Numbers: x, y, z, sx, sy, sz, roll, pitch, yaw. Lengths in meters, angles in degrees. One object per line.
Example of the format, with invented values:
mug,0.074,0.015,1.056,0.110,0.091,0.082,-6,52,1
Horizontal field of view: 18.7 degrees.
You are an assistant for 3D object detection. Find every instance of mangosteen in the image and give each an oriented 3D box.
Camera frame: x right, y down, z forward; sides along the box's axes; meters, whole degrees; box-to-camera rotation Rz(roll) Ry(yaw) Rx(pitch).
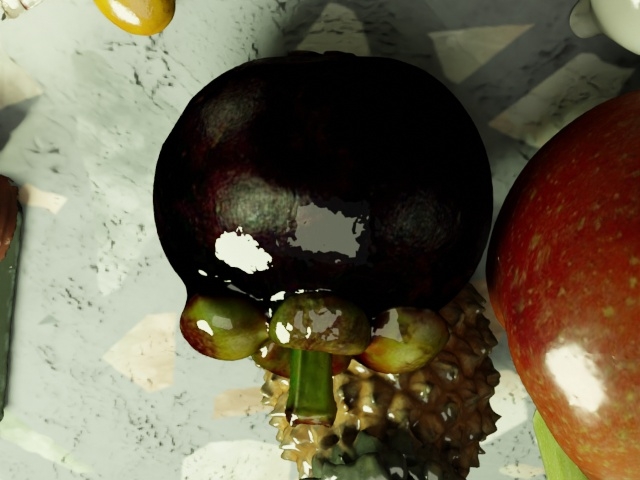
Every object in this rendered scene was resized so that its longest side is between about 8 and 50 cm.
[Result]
mangosteen,0.000,0.000,1.560,0.275,0.302,0.275,2,169,0

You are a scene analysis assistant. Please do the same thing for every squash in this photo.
squash,0.245,0.231,1.796,0.094,0.224,0.094,2,123,4

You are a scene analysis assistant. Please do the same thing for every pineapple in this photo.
pineapple,0.052,0.176,1.665,0.223,0.357,0.223,0,132,0

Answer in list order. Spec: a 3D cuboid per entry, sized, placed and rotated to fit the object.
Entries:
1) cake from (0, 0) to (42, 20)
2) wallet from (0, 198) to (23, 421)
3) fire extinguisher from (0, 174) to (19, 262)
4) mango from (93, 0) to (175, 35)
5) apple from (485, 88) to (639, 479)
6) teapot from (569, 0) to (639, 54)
cake,-0.250,-0.240,1.531,0.065,0.052,0.121,-17,125,18
wallet,-0.354,0.060,1.790,0.146,0.030,0.285,10,127,-3
fire extinguisher,-0.400,-0.066,1.557,0.337,0.106,0.147,22,139,-33
mango,-0.155,-0.204,1.563,0.060,0.046,0.089,-31,109,21
apple,0.286,0.050,1.568,0.277,0.348,0.348,-30,124,7
teapot,0.292,-0.211,1.521,0.226,0.092,0.145,-34,122,22
